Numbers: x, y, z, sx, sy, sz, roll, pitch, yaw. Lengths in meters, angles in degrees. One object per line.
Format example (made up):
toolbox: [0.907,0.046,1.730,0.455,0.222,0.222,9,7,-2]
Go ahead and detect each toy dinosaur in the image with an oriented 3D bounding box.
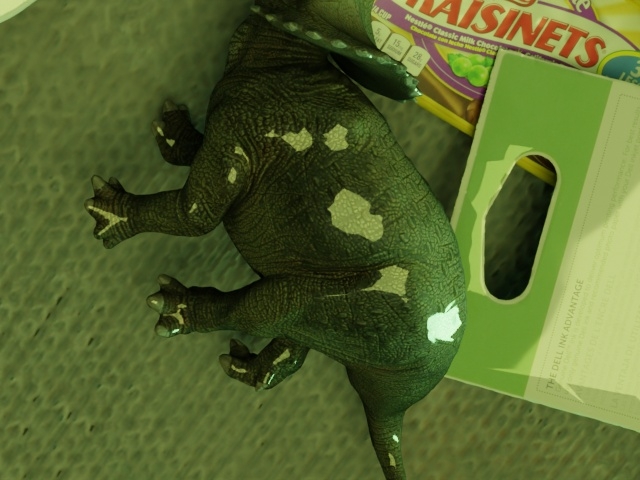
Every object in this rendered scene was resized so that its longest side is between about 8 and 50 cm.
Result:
toy dinosaur: [0.000,0.000,0.883,0.160,0.121,0.313,-11,102,31]

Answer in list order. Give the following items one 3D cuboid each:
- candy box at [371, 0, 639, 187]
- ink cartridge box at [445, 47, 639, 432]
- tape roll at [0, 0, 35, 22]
candy box: [0.103,-0.095,0.948,0.206,0.027,0.105,29,98,-18]
ink cartridge box: [0.181,0.015,0.947,0.235,0.056,0.171,16,98,10]
tape roll: [-0.205,-0.223,0.810,0.286,0.100,0.286,-3,109,-9]
